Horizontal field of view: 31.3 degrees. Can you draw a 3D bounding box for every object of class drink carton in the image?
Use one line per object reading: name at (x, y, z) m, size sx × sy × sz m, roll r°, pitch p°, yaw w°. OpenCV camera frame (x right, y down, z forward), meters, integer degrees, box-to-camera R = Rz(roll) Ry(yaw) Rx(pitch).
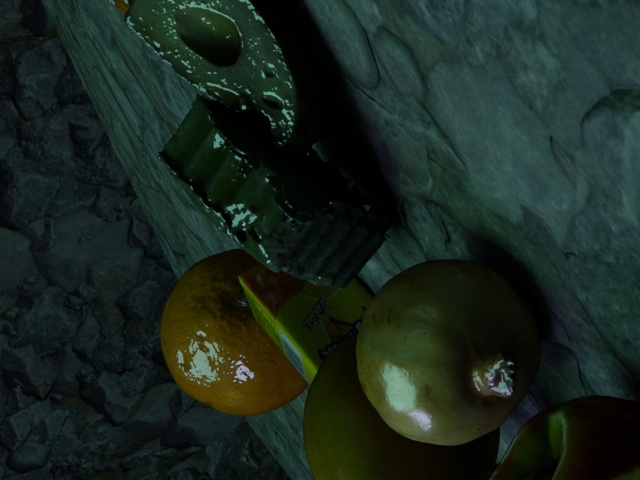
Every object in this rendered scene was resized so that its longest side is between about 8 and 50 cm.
drink carton at (0.029, 0.152, 1.781) m, size 0.351 × 0.155 × 0.111 m, roll 47°, pitch 163°, yaw 40°

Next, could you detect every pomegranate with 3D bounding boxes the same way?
pomegranate at (0.139, 0.121, 1.244) m, size 0.207 × 0.207 × 0.207 m, roll 53°, pitch 165°, yaw 20°

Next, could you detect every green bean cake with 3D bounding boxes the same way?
green bean cake at (-0.057, -0.057, 1.441) m, size 0.241 × 0.132 × 0.255 m, roll 45°, pitch -165°, yaw 25°

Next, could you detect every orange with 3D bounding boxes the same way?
orange at (-0.138, 0.164, 2.074) m, size 0.312 × 0.312 × 0.312 m, roll 53°, pitch 165°, yaw 20°

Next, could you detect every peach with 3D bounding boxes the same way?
peach at (0.285, 0.278, 1.050) m, size 0.274 × 0.249 × 0.245 m, roll 47°, pitch -157°, yaw -9°

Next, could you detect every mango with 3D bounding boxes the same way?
mango at (0.098, 0.245, 1.419) m, size 0.264 × 0.221 × 0.378 m, roll 48°, pitch -159°, yaw -10°

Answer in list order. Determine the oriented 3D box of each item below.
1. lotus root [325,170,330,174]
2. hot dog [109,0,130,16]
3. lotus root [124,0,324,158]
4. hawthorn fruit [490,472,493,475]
lotus root at (0.001, -0.029, 1.629) m, size 0.135 × 0.095 × 0.159 m, roll 47°, pitch 169°, yaw 26°
hot dog at (-0.247, -0.402, 1.567) m, size 0.153 × 0.150 × 0.256 m, roll 13°, pitch 134°, yaw 59°
lotus root at (-0.103, -0.250, 1.419) m, size 0.314 × 0.142 × 0.210 m, roll 39°, pitch -166°, yaw -4°
hawthorn fruit at (0.279, 0.348, 1.265) m, size 0.248 × 0.208 × 0.208 m, roll 46°, pitch 166°, yaw 1°
